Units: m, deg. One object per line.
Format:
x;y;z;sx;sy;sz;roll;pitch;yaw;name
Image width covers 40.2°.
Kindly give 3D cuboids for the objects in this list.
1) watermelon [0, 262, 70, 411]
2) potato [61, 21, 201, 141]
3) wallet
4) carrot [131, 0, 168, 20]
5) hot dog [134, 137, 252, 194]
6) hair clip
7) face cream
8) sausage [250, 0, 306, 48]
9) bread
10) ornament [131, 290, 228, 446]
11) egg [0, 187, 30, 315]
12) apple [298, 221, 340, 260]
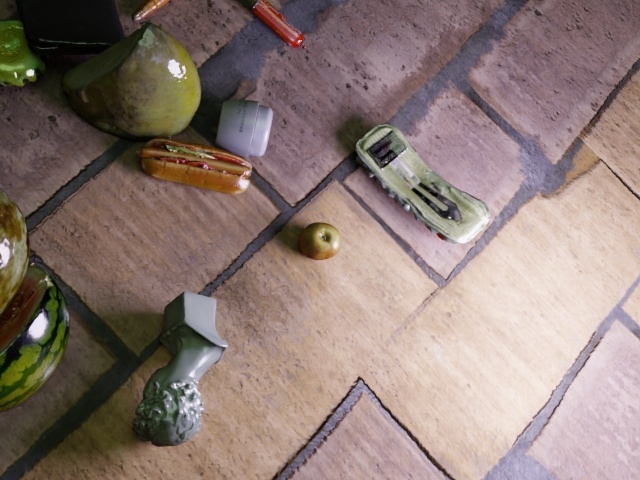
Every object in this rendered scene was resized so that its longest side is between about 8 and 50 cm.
-0.521;0.176;1.470;0.159;0.128;0.303;36;61;-4;watermelon
-0.352;-0.300;1.651;0.270;0.255;0.112;15;64;-15;potato
-0.516;-0.511;1.752;0.197;0.051;0.377;-5;57;-25;wallet
-0.312;-0.545;1.884;0.061;0.061;0.256;43;72;0;carrot
-0.252;-0.151;1.739;0.236;0.062;0.092;9;72;-16;hot dog
0.211;-0.109;1.886;0.138;0.091;0.321;-40;75;-20;hair clip
-0.155;-0.229;1.776;0.104;0.117;0.117;12;66;-7;face cream
-0.087;-0.476;1.938;0.145;0.050;0.048;42;66;-2;sausage
-0.594;-0.358;1.686;0.130;0.071;0.139;-12;70;-22;bread
-0.242;0.228;1.556;0.120;0.130;0.285;28;61;-23;ornament
-0.604;0.031;1.439;0.238;0.238;0.289;1;88;-20;egg
0.000;0.000;1.768;0.084;0.071;0.083;7;67;-16;apple
